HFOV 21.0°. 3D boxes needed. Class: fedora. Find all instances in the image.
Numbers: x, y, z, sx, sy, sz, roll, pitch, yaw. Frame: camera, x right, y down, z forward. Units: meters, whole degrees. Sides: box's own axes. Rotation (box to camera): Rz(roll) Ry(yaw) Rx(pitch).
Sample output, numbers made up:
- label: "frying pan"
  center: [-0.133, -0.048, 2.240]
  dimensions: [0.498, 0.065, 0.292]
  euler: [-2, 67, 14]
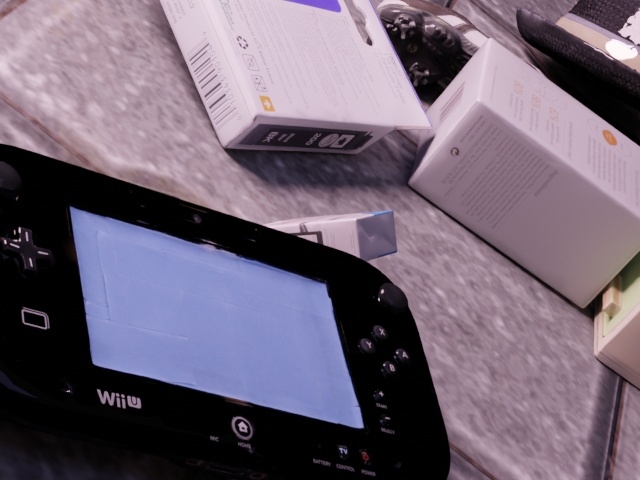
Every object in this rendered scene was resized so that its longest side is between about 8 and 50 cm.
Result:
- label: "fedora"
  center: [0.352, -0.176, 1.581]
  dimensions: [0.334, 0.153, 0.334]
  euler: [30, 7, -4]

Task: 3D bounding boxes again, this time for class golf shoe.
- label: "golf shoe"
  center: [0.131, -0.146, 1.439]
  dimensions: [0.198, 0.077, 0.094]
  euler: [34, 28, -15]

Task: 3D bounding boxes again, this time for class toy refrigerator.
- label: "toy refrigerator"
  center: [0.278, 0.010, 1.366]
  dimensions: [0.094, 0.102, 0.269]
  euler: [35, 28, -10]

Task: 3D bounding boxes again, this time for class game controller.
- label: "game controller"
  center: [-0.061, 0.050, 0.919]
  dimensions: [0.319, 0.067, 0.166]
  euler: [17, 35, -36]

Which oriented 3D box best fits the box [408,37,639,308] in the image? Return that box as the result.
- label: "box"
  center: [0.166, -0.053, 1.328]
  dimensions: [0.170, 0.091, 0.130]
  euler: [36, 27, -9]

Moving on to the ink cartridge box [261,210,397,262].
- label: "ink cartridge box"
  center: [0.000, 0.000, 1.081]
  dimensions: [0.048, 0.083, 0.028]
  euler: [-13, 97, -57]

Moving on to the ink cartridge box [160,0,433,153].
- label: "ink cartridge box"
  center: [-0.030, -0.159, 1.248]
  dimensions: [0.208, 0.045, 0.206]
  euler: [-1, 61, -51]
